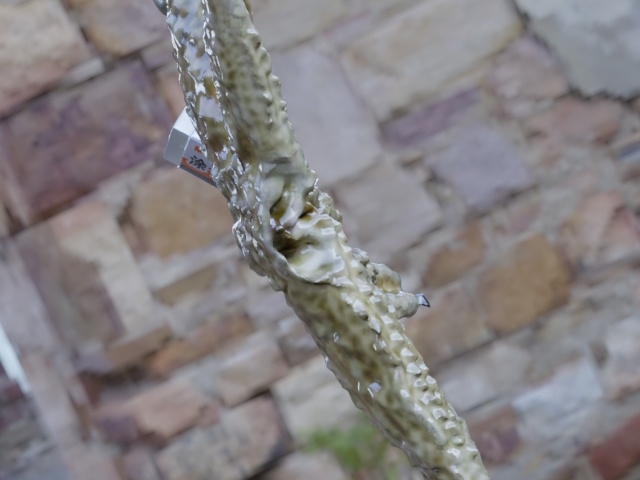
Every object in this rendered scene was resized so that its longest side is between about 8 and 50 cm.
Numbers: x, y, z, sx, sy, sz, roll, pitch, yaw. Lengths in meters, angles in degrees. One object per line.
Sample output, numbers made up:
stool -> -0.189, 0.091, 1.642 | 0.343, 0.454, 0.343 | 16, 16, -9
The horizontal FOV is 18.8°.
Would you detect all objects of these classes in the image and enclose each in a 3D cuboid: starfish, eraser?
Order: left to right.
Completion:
eraser -> -0.065, -0.058, 1.545 | 0.029, 0.122, 0.052 | -61, -1, -32
starfish -> 0.000, 0.000, 1.118 | 0.082, 0.432, 0.324 | -29, 16, 2
